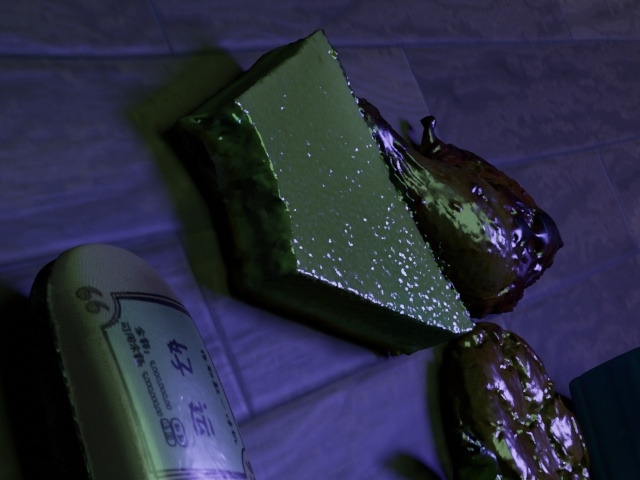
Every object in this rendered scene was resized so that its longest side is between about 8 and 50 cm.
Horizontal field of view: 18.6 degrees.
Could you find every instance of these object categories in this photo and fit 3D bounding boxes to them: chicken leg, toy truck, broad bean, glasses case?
[{"bbox_3d":[0.110,-0.028,1.555,0.177,0.083,0.322,61,20,12],"label":"chicken leg"},{"bbox_3d":[0.368,0.194,1.773,0.385,0.162,0.161,29,42,-56],"label":"toy truck"},{"bbox_3d":[0.129,0.215,1.383,0.061,0.046,0.195,-87,154,-79],"label":"broad bean"},{"bbox_3d":[-0.074,0.150,0.974,0.122,0.075,0.314,19,51,-63],"label":"glasses case"}]

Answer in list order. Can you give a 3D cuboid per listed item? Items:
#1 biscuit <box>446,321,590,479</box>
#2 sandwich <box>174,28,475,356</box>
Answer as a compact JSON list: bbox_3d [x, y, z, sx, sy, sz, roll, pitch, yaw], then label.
[{"bbox_3d":[0.162,0.163,1.510,0.226,0.042,0.226,49,26,-35],"label":"biscuit"},{"bbox_3d":[0.000,0.000,1.307,0.245,0.063,0.212,61,27,-9],"label":"sandwich"}]
